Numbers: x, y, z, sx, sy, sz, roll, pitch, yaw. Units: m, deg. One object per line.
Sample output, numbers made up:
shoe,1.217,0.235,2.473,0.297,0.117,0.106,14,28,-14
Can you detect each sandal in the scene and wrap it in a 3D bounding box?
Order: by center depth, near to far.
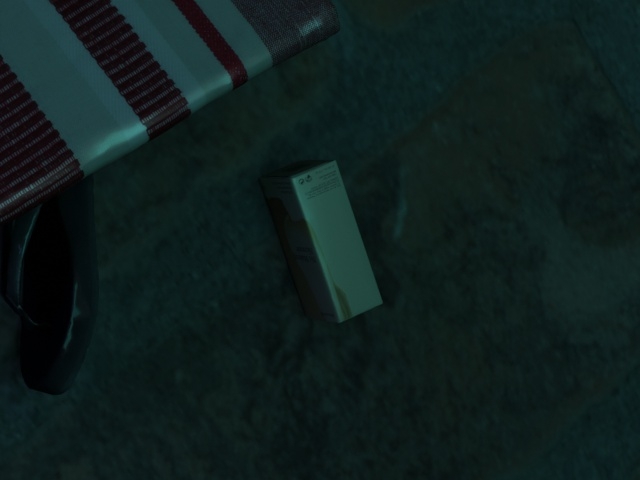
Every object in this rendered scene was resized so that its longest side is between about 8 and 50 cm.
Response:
sandal,-0.191,-0.022,1.222,0.054,0.097,0.254,5,79,-28

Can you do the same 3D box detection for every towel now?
towel,-0.183,-0.152,1.189,0.329,0.037,0.237,-33,75,-22

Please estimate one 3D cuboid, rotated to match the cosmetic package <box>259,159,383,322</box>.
cosmetic package,0.000,0.000,1.336,0.041,0.060,0.115,-23,101,-24
